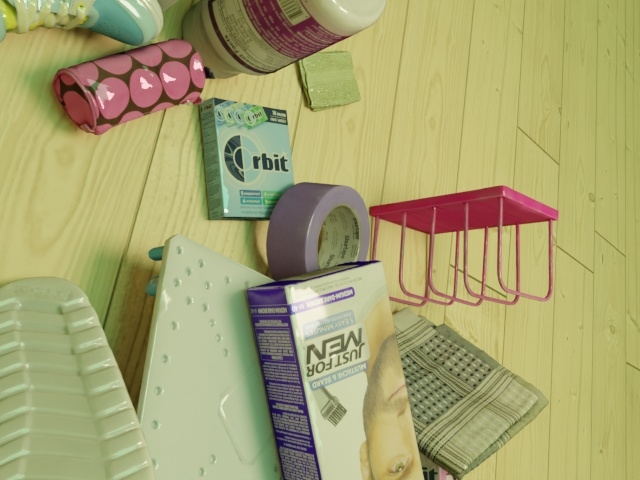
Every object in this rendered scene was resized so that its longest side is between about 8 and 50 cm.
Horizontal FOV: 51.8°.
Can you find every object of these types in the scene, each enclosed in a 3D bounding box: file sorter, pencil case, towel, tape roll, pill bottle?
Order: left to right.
[{"bbox_3d":[-0.251,-0.208,0.896,0.209,0.095,0.098,-32,121,-42],"label":"pencil case"},{"bbox_3d":[-0.065,-0.339,0.954,0.169,0.301,0.169,10,76,-44],"label":"pill bottle"},{"bbox_3d":[0.000,0.000,1.080,0.189,0.080,0.189,-18,112,-54],"label":"tape roll"},{"bbox_3d":[0.018,-0.300,1.231,0.148,0.027,0.110,-20,98,-46],"label":"towel"},{"bbox_3d":[0.201,0.239,1.144,0.324,0.312,0.056,-15,128,-47],"label":"towel"},{"bbox_3d":[0.262,0.026,1.234,0.202,0.290,0.182,15,74,-43],"label":"file sorter"}]

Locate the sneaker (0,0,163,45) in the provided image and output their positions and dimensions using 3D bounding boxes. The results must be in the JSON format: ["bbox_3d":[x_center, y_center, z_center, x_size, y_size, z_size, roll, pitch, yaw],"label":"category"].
[{"bbox_3d":[-0.353,-0.267,0.778,0.319,0.127,0.208,22,65,-31],"label":"sneaker"}]

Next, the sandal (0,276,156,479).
[{"bbox_3d":[-0.270,0.221,0.694,0.169,0.102,0.416,-2,51,-22],"label":"sandal"}]

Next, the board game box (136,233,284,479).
[{"bbox_3d":[-0.112,0.237,0.910,0.390,0.050,0.390,32,55,-50],"label":"board game box"}]

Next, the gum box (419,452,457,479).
[{"bbox_3d":[0.146,0.380,1.115,0.062,0.188,0.107,7,78,-47],"label":"gum box"}]

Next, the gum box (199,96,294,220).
[{"bbox_3d":[-0.113,-0.124,1.053,0.157,0.041,0.184,-2,85,-47],"label":"gum box"}]

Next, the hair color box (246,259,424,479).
[{"bbox_3d":[0.025,0.212,0.942,0.185,0.110,0.339,-13,94,-39],"label":"hair color box"}]

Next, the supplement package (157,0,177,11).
[{"bbox_3d":[-0.243,-0.452,0.902,0.194,0.149,0.203,41,55,-33],"label":"supplement package"}]
